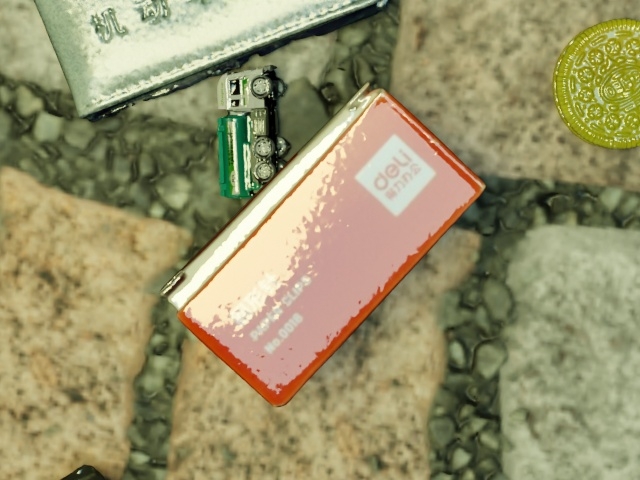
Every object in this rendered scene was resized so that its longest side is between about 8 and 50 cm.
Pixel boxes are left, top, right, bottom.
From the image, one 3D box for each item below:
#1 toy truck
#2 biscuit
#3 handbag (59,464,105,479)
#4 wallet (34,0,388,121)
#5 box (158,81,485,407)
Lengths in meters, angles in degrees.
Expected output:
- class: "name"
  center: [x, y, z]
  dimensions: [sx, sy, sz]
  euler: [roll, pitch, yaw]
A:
- class: "toy truck"
  center: [-0.045, -0.068, 0.903]
  dimensions: [0.044, 0.039, 0.083]
  euler: [-1, 95, 14]
- class: "biscuit"
  center: [0.190, -0.099, 0.908]
  dimensions: [0.084, 0.023, 0.084]
  euler: [0, 94, -2]
- class: "handbag"
  center: [-0.210, 0.280, 0.900]
  dimensions: [0.254, 0.089, 0.211]
  euler: [-26, 99, 1]
- class: "wallet"
  center: [-0.079, -0.189, 0.896]
  dimensions: [0.222, 0.036, 0.167]
  euler: [-21, 93, 2]
- class: "box"
  center: [0.000, 0.000, 0.859]
  dimensions: [0.099, 0.133, 0.182]
  euler: [43, 94, -1]
